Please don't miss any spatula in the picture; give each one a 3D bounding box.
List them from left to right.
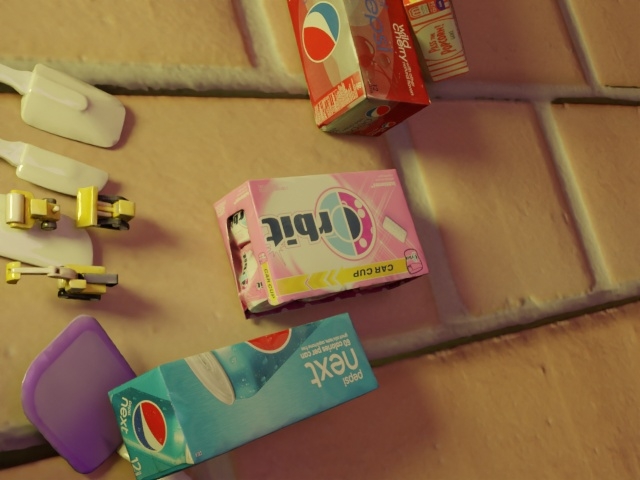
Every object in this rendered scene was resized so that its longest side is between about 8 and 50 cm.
[{"bbox_3d":[-0.267,-0.081,0.618,0.242,0.019,0.168,21,66,-30],"label":"spatula"},{"bbox_3d":[-0.103,0.186,0.622,0.296,0.030,0.084,49,51,-12],"label":"spatula"}]

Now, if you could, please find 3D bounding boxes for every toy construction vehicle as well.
[{"bbox_3d":[-0.182,-0.002,0.623,0.098,0.035,0.086,11,71,-38],"label":"toy construction vehicle"}]

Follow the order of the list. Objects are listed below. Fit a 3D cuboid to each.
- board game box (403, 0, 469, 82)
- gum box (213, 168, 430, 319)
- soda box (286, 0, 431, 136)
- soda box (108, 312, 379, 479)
[{"bbox_3d":[0.110,-0.293,0.913,0.147,0.045,0.193,49,28,-61],"label":"board game box"},{"bbox_3d":[0.000,0.000,0.758,0.188,0.062,0.107,-8,76,-40],"label":"gum box"},{"bbox_3d":[0.025,-0.244,0.865,0.092,0.083,0.263,-1,73,-40],"label":"soda box"},{"bbox_3d":[-0.051,0.114,0.643,0.210,0.067,0.071,-9,74,-51],"label":"soda box"}]
